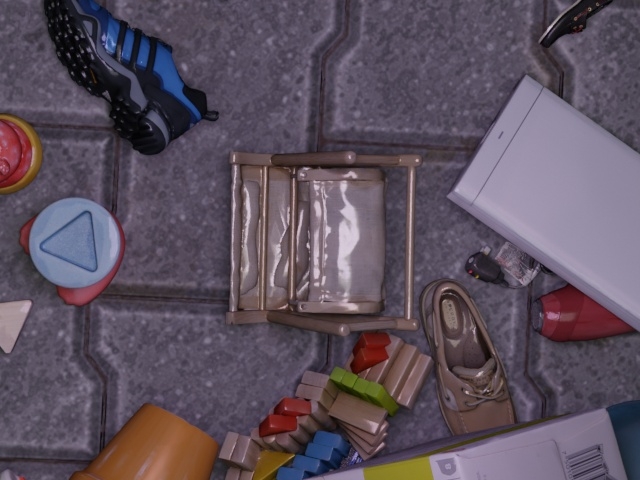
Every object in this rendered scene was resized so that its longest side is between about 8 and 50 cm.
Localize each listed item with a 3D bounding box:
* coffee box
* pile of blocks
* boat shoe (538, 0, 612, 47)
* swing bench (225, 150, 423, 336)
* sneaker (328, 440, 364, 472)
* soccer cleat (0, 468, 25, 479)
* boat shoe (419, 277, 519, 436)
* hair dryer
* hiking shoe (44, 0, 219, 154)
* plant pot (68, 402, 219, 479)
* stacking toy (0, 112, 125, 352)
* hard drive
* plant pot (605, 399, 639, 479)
[{"bbox_3d":[0.201,0.435,1.720,0.338,0.334,0.338,-7,80,-46],"label":"coffee box"},{"bbox_3d":[0.000,0.259,1.871,0.362,0.113,0.149,-41,54,-2],"label":"pile of blocks"},{"bbox_3d":[0.384,-0.334,1.954,0.133,0.049,0.042,-41,85,-7],"label":"boat shoe"},{"bbox_3d":[0.000,0.000,1.859,0.165,0.254,0.253,0,92,-46],"label":"swing bench"},{"bbox_3d":[0.007,0.352,1.923,0.087,0.083,0.221,34,85,5],"label":"sneaker"},{"bbox_3d":[-0.445,0.434,1.901,0.076,0.068,0.196,-19,94,0],"label":"soccer cleat"},{"bbox_3d":[0.225,0.203,1.924,0.109,0.098,0.302,-17,91,-3],"label":"boat shoe"},{"bbox_3d":[0.387,0.045,1.943,0.293,0.080,0.224,40,87,-3],"label":"hair dryer"},{"bbox_3d":[-0.288,-0.267,1.902,0.132,0.113,0.304,-33,86,-33],"label":"hiking shoe"},{"bbox_3d":[-0.245,0.345,1.858,0.205,0.205,0.188,30,73,-3],"label":"plant pot"},{"bbox_3d":[-0.455,-0.006,1.864,0.309,0.130,0.279,43,88,-3],"label":"stacking toy"},{"bbox_3d":[0.390,-0.057,1.925,0.353,0.047,0.233,35,68,-3],"label":"hard drive"},{"bbox_3d":[0.500,0.380,1.865,0.271,0.255,0.272,0,90,-3],"label":"plant pot"}]
